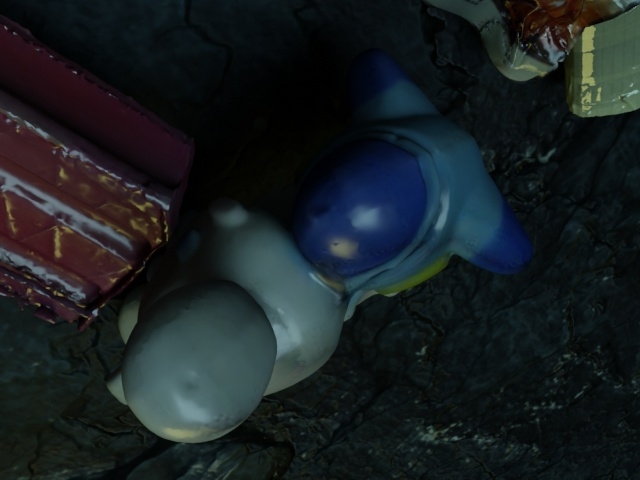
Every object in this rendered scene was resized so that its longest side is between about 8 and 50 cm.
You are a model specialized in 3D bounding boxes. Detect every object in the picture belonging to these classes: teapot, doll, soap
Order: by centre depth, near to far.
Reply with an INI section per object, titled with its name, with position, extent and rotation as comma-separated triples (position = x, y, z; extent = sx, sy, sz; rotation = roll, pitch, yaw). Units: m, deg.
[soap]
position = -0.218, -0.058, 0.522
extent = 0.250, 0.099, 0.162
rotation = 33, 132, -26
[doll]
position = -0.004, -0.007, 0.605
extent = 0.365, 0.376, 0.187
rotation = -35, 115, -14
[teapot]
position = 0.234, -0.210, 0.719
extent = 0.107, 0.077, 0.200
rotation = -3, 133, 13

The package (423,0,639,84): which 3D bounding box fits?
[package]
position = 0.192, -0.227, 0.632
extent = 0.232, 0.040, 0.166
rotation = -33, 118, 30
